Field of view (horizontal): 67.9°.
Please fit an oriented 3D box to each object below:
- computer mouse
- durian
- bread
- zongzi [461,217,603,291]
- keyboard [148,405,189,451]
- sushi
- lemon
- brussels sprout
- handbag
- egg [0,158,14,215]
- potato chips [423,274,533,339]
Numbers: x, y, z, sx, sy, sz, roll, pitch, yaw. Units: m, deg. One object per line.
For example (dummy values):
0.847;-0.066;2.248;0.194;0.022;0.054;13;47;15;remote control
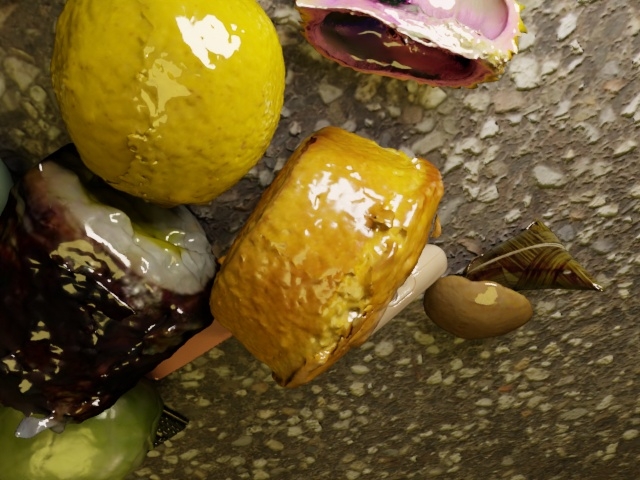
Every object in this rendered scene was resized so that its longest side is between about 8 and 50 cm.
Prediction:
0.105;0.084;0.788;0.237;0.145;0.082;-36;83;-13;computer mouse
0.115;-0.284;0.586;0.261;0.154;0.186;25;95;-13;durian
0.000;0.000;0.636;0.204;0.358;0.336;39;107;-7;bread
0.333;0.070;0.791;0.187;0.184;0.084;-35;118;16;zongzi
-0.440;0.464;1.069;0.317;0.027;0.106;-37;119;18;keyboard
-0.314;0.064;0.661;0.294;0.281;0.299;-43;90;13;sushi
-0.172;-0.175;0.558;0.254;0.253;0.310;13;124;-13;lemon
-0.448;0.337;0.856;0.274;0.242;0.317;5;155;-45;brussels sprout
-0.274;0.154;0.868;0.213;0.059;0.157;-33;120;14;handbag
-0.533;-0.050;0.650;0.231;0.168;0.168;-28;120;14;egg
0.269;0.135;0.844;0.195;0.061;0.208;25;150;-16;potato chips
